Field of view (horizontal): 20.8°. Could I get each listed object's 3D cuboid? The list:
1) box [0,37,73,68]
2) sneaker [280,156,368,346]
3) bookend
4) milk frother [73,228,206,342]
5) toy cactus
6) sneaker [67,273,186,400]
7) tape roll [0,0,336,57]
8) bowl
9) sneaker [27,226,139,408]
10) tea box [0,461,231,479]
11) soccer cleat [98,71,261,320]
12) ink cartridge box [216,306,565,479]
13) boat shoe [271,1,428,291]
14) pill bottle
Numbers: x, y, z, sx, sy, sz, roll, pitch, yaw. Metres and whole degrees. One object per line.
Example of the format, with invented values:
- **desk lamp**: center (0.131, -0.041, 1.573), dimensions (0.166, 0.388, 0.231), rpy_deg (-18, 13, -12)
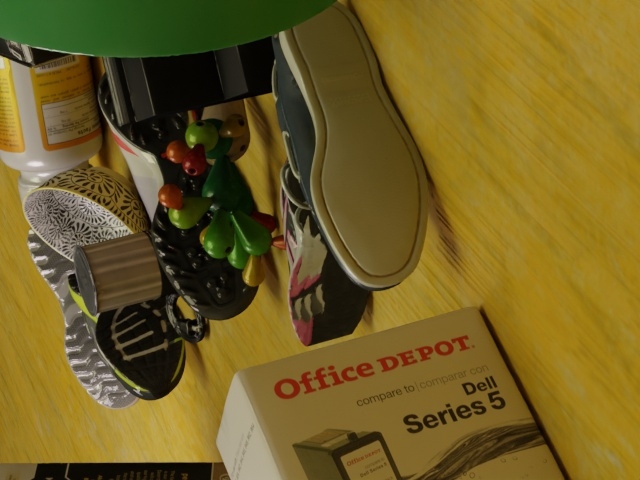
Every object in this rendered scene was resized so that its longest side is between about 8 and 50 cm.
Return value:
- **box**: center (-0.222, -0.245, 1.589), dimensions (0.307, 0.242, 0.076), rpy_deg (21, 127, 54)
- **sneaker**: center (0.000, 0.000, 1.502), dimensions (0.077, 0.072, 0.178), rpy_deg (-126, 34, -72)
- **bookend**: center (-0.090, -0.154, 1.485), dimensions (0.156, 0.157, 0.072), rpy_deg (177, 79, -71)
- **milk frother**: center (-0.201, 0.060, 1.971), dimensions (0.129, 0.135, 0.143), rpy_deg (171, 85, -71)
- **toy cactus**: center (-0.083, -0.068, 1.616), dimensions (0.219, 0.112, 0.180), rpy_deg (57, -153, -52)
- **sneaker**: center (-0.228, 0.126, 2.174), dimensions (0.300, 0.111, 0.121), rpy_deg (-127, 19, -60)
- **tape roll**: center (-0.128, -0.243, 1.281), dimensions (0.321, 0.321, 0.077), rpy_deg (-128, 31, -49)
- **bowl**: center (-0.275, -0.038, 2.153), dimensions (0.170, 0.080, 0.170), rpy_deg (20, 148, 13)
- **sneaker**: center (-0.298, 0.093, 2.376), dimensions (0.281, 0.105, 0.115), rpy_deg (69, -166, 8)
- **tea box**: center (-0.237, 0.425, 1.903), dimensions (0.329, 0.324, 0.220), rpy_deg (-89, -2, -57)
- **soccer cleat**: center (-0.135, -0.047, 1.803), dimensions (0.318, 0.109, 0.116), rpy_deg (63, 179, 26)
- **ink cartridge box**: center (0.067, 0.203, 1.230), dimensions (0.114, 0.198, 0.272), rpy_deg (106, 145, -54)
- **boat shoe**: center (0.014, -0.067, 1.351), dimensions (0.079, 0.095, 0.254), rpy_deg (115, 139, -58)
- **pill bottle**: center (-0.354, -0.170, 2.237), dimensions (0.136, 0.136, 0.245), rpy_deg (-145, 45, -62)
